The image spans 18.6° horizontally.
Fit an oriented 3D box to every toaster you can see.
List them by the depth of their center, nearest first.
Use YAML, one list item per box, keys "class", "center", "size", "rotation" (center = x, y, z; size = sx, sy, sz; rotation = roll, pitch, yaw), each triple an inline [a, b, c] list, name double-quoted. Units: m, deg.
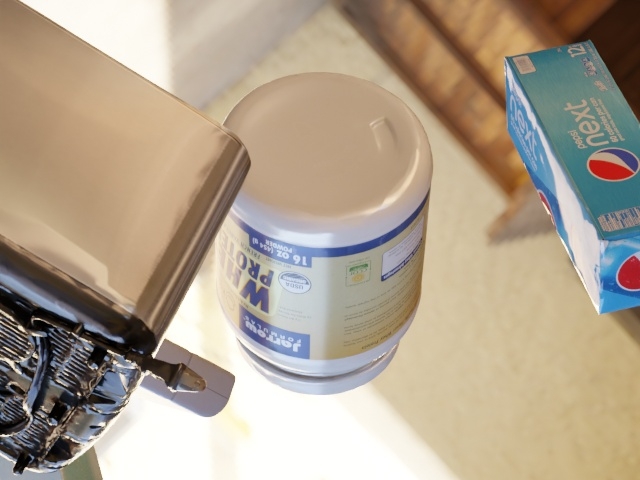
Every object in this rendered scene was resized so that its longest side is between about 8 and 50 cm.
- class: "toaster"
  center: [-0.127, 0.001, 0.770]
  size: [0.110, 0.185, 0.168]
  rotation: [-62, -174, -30]

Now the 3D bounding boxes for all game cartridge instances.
- class: "game cartridge"
  center: [-0.228, 0.077, 1.726]
  size: [0.196, 0.294, 0.060]
  rotation: [-2, -116, 61]

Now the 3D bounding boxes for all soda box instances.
- class: "soda box"
  center: [0.189, -0.048, 1.351]
  size: [0.067, 0.210, 0.071]
  rotation: [-12, 132, -7]

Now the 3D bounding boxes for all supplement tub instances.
- class: "supplement tub"
  center: [0.000, 0.000, 2.100]
  size: [0.228, 0.228, 0.316]
  rotation: [-42, 152, -30]

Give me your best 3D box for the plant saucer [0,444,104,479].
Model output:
- class: "plant saucer"
  center: [-0.203, 0.164, 1.207]
  size: [0.043, 0.317, 0.317]
  rotation: [-11, 160, -33]
